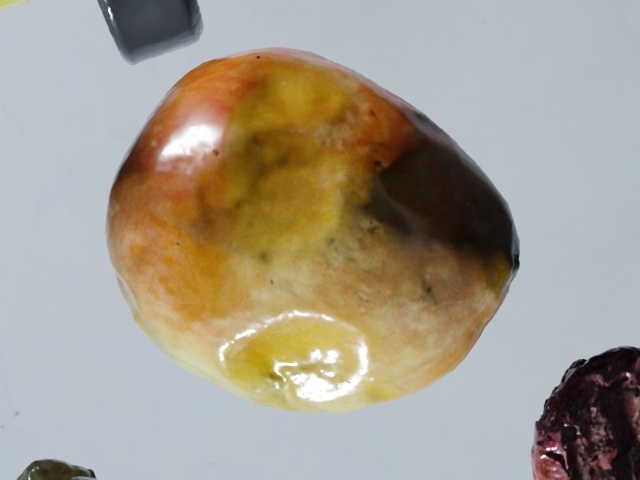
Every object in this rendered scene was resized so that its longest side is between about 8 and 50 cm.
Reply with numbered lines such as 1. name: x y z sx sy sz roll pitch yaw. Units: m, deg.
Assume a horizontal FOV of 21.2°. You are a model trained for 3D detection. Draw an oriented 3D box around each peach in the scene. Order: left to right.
1. peach: 0.000 0.000 1.008 0.235 0.214 0.214 16 80 16

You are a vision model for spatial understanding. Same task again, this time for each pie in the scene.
1. pie: 0.214 0.149 1.245 0.154 0.036 0.154 -5 98 -35

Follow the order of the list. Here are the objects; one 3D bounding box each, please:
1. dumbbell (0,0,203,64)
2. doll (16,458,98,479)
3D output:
1. dumbbell: -0.273 -0.204 1.379 0.322 0.204 0.204 -19 88 -2
2. doll: -0.232 0.269 1.034 0.202 0.091 0.286 2 72 27
